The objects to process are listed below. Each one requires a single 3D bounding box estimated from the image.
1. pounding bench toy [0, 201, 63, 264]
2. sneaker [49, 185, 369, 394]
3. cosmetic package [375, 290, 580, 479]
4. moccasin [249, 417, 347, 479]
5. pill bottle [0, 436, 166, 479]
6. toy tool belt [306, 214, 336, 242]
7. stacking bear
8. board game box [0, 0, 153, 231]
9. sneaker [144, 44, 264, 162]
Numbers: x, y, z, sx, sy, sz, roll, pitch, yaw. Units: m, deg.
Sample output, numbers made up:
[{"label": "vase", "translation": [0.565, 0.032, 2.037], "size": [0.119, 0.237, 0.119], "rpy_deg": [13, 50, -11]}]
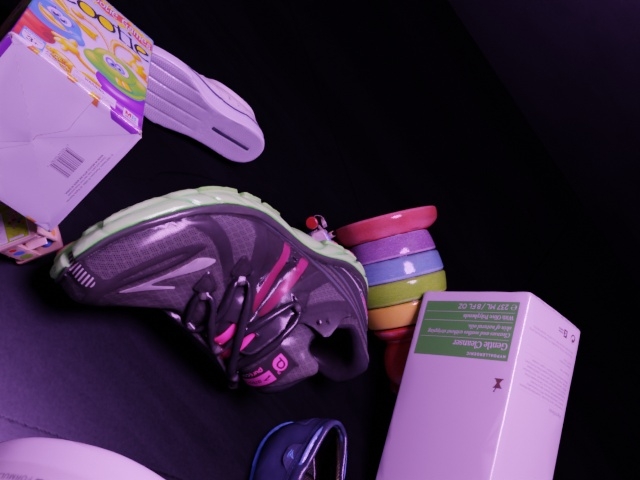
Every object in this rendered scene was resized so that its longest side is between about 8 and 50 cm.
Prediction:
[{"label": "pounding bench toy", "translation": [-0.320, -0.006, 0.753], "size": [0.065, 0.083, 0.052], "rpy_deg": [61, 9, -75]}, {"label": "sneaker", "translation": [-0.085, 0.076, 0.884], "size": [0.482, 0.185, 0.202], "rpy_deg": [18, 49, -45]}, {"label": "cosmetic package", "translation": [0.216, 0.267, 1.023], "size": [0.155, 0.197, 0.366], "rpy_deg": [33, 65, -36]}, {"label": "moccasin", "translation": [-0.033, 0.348, 0.810], "size": [0.137, 0.116, 0.342], "rpy_deg": [34, 42, -34]}, {"label": "pill bottle", "translation": [-0.227, 0.350, 0.449], "size": [0.229, 0.229, 0.408], "rpy_deg": [47, 36, -21]}, {"label": "toy tool belt", "translation": [0.000, 0.000, 1.185], "size": [0.083, 0.052, 0.051], "rpy_deg": [63, 2, -2]}, {"label": "stacking bear", "translation": [0.136, 0.102, 1.189], "size": [0.164, 0.175, 0.289], "rpy_deg": [0, 76, -81]}, {"label": "board game box", "translation": [-0.278, -0.163, 0.764], "size": [0.142, 0.144, 0.275], "rpy_deg": [39, 18, -29]}, {"label": "sneaker", "translation": [-0.190, -0.204, 1.054], "size": [0.258, 0.094, 0.091], "rpy_deg": [36, 22, -39]}]
